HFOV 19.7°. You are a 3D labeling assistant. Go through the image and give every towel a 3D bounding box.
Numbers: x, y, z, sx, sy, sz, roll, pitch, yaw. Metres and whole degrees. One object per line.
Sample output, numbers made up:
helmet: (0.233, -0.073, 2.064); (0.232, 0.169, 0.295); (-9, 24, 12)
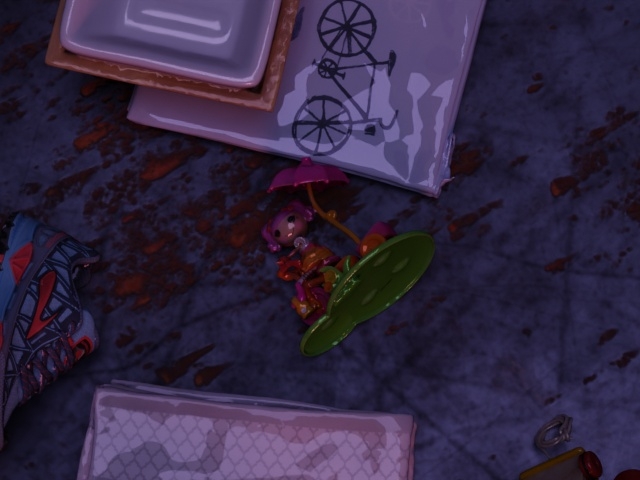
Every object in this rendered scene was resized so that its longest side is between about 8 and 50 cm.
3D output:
towel: (-0.080, 0.302, 1.752); (0.332, 0.053, 0.317); (6, 76, 2)

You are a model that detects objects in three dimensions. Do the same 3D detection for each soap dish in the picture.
soap dish: (-0.126, -0.278, 1.830); (0.229, 0.118, 0.290); (12, 77, 3)

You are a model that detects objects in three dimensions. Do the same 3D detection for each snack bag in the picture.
snack bag: (0.003, -0.232, 1.897); (0.343, 0.037, 0.323); (14, 77, 4)

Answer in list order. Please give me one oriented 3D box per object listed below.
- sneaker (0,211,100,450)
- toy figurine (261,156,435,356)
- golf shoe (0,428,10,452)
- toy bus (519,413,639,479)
sneaker: (-0.271, 0.091, 1.755); (0.125, 0.104, 0.261); (17, 56, -12)
toy figurine: (0.000, 0.000, 1.816); (0.173, 0.130, 0.159); (-46, 65, 14)
golf shoe: (-0.401, 0.194, 1.778); (0.198, 0.077, 0.094); (12, 98, 2)
toy bus: (0.233, 0.281, 1.718); (0.202, 0.191, 0.104); (-44, 112, -15)
